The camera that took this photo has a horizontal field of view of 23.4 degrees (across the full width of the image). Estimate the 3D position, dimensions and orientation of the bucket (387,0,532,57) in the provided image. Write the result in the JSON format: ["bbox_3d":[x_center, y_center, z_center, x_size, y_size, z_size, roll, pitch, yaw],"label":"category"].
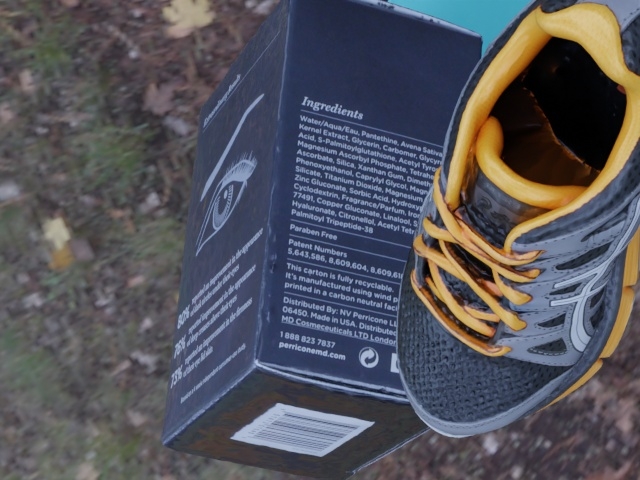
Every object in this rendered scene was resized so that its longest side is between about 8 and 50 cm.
[{"bbox_3d":[0.180,-0.121,0.940,0.281,0.183,0.281,7,105,26],"label":"bucket"}]

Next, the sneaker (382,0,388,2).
[{"bbox_3d":[0.020,-0.050,1.238,0.131,0.112,0.319,30,133,27],"label":"sneaker"}]

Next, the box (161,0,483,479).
[{"bbox_3d":[0.000,0.000,0.787,0.108,0.207,0.153,14,155,-18],"label":"box"}]

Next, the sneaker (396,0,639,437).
[{"bbox_3d":[0.066,-0.012,0.500,0.084,0.083,0.215,38,131,22],"label":"sneaker"}]
